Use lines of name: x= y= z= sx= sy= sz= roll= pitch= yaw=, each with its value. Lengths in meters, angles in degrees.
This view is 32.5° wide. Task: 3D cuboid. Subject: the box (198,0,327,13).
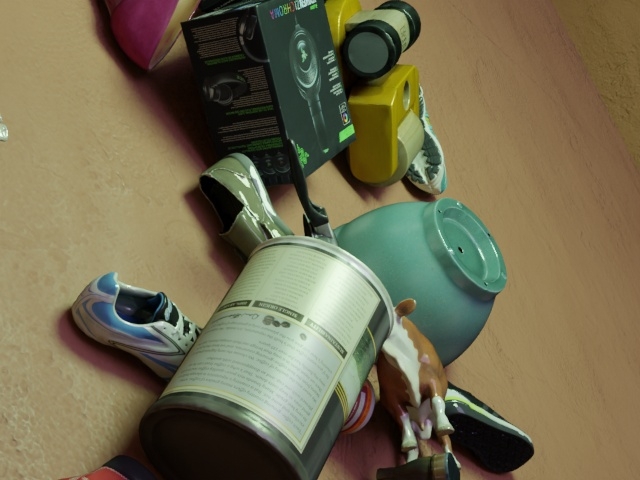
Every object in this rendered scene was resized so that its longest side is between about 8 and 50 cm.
box: x=-0.030 y=-0.456 z=1.845 sx=0.073 sy=0.295 sz=0.293 roll=67 pitch=21 yaw=6

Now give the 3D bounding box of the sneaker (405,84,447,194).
sneaker: x=0.179 y=-0.208 z=2.153 sx=0.110 sy=0.107 sz=0.275 roll=38 pitch=33 yaw=-61

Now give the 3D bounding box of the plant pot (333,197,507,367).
plant pot: x=0.170 y=0.053 z=1.753 sx=0.293 sy=0.196 sz=0.293 roll=34 pitch=36 yaw=-29

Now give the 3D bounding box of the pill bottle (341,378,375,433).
pill bottle: x=-0.006 y=0.202 z=1.469 sx=0.152 sy=0.086 sz=0.086 roll=25 pitch=41 yaw=-39

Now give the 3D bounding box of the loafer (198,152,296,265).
loafer: x=-0.102 y=-0.005 z=1.560 sx=0.087 sy=0.094 sz=0.251 roll=-16 pitch=70 yaw=-43

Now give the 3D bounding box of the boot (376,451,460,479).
boot: x=0.152 y=0.386 z=1.527 sx=0.082 sy=0.106 sz=0.219 roll=-69 pitch=146 yaw=-59

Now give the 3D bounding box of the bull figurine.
bull figurine: x=0.127 y=0.209 z=1.535 sx=0.310 sy=0.101 sz=0.188 roll=61 pitch=14 yaw=-60

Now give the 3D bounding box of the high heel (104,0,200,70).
high heel: x=-0.148 y=-0.406 z=1.644 sx=0.181 sy=0.377 sz=0.127 roll=60 pitch=7 yaw=20

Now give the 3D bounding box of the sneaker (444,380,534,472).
sneaker: x=0.254 y=0.284 z=1.744 sx=0.235 sy=0.084 sz=0.097 roll=38 pitch=23 yaw=-34

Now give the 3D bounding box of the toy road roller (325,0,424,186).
toy road roller: x=0.049 y=-0.272 z=1.965 sx=0.202 sy=0.241 sz=0.329 roll=-54 pitch=142 yaw=-59

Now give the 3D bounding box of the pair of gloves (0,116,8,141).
pair of gloves: x=-0.485 y=-0.203 z=1.266 sx=0.204 sy=0.042 sz=0.240 roll=-9 pitch=66 yaw=-56

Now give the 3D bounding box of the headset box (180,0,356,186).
headset box: x=-0.070 y=-0.229 z=1.686 sx=0.246 sy=0.131 sz=0.283 roll=-41 pitch=121 yaw=-60

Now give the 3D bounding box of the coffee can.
coffee can: x=-0.054 y=0.156 z=1.268 sx=0.201 sy=0.201 sz=0.275 roll=44 pitch=48 yaw=-15

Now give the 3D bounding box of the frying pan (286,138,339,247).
frying pan: x=-0.004 y=-0.005 z=1.553 sx=0.197 sy=0.053 sz=0.326 roll=-117 pitch=-163 yaw=-73

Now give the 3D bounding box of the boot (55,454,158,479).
boot: x=-0.179 y=0.335 z=1.103 sx=0.244 sy=0.088 sz=0.176 roll=57 pitch=29 yaw=13

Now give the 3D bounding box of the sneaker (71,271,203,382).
sneaker: x=-0.184 y=0.112 z=1.319 sx=0.237 sy=0.086 sz=0.085 roll=31 pitch=36 yaw=-36

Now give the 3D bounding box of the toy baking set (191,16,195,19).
toy baking set: x=-0.238 y=-0.431 z=1.843 sx=0.197 sy=0.030 sz=0.256 roll=12 pitch=50 yaw=-49
